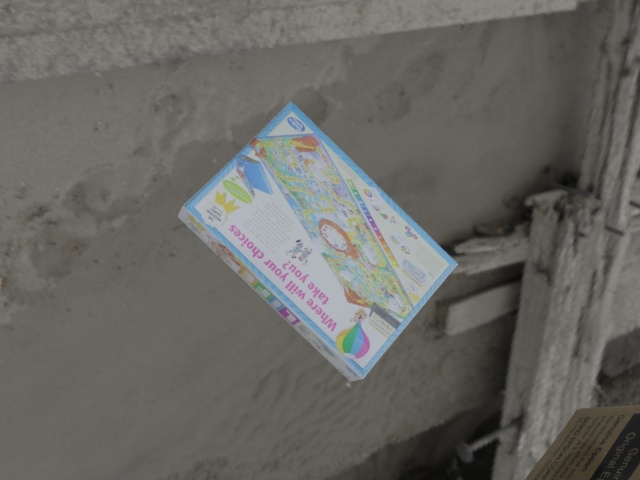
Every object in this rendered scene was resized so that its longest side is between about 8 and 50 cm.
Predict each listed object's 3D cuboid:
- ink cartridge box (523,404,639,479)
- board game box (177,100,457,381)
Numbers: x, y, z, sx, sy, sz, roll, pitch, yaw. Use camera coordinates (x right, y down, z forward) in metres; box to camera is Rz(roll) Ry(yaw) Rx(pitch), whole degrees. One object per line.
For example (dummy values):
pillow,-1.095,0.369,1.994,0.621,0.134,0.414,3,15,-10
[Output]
ink cartridge box,0.167,0.228,0.411,0.193,0.088,0.235,-42,98,-29
board game box,0.000,0.000,0.556,0.154,0.026,0.103,44,69,-3
